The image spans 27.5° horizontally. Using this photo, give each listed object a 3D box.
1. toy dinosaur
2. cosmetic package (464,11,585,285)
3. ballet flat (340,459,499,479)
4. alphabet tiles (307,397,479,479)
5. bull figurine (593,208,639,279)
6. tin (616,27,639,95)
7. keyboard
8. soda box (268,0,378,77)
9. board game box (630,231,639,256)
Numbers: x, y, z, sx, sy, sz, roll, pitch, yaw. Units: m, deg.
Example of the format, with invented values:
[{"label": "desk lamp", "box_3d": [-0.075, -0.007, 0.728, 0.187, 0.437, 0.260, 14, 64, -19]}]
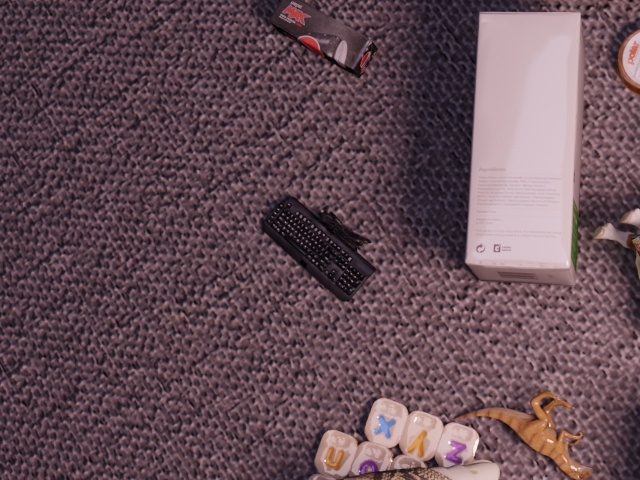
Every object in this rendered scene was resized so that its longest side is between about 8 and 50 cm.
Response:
[{"label": "toy dinosaur", "box_3d": [0.307, 0.269, 1.896, 0.211, 0.064, 0.112, 32, 90, 17]}, {"label": "cosmetic package", "box_3d": [0.299, -0.129, 1.901, 0.155, 0.197, 0.366, 3, 82, 14]}, {"label": "ballet flat", "box_3d": [0.259, 0.423, 1.832, 0.482, 0.164, 0.182, 33, 65, 5]}, {"label": "alphabet tiles", "box_3d": [0.117, 0.388, 1.944, 0.284, 0.021, 0.278, 17, 84, 16]}, {"label": "bull figurine", "box_3d": [0.514, -0.013, 1.862, 0.188, 0.101, 0.310, 35, 82, -12]}, {"label": "tin", "box_3d": [0.535, -0.257, 1.947, 0.189, 0.040, 0.106, 18, 81, 16]}, {"label": "keyboard", "box_3d": [0.000, 0.000, 2.034, 0.192, 0.038, 0.100, 41, 91, 16]}, {"label": "soda box", "box_3d": [0.004, -0.326, 2.082, 0.169, 0.053, 0.060, 32, 89, 18]}, {"label": "board game box", "box_3d": [0.567, -0.006, 1.809, 0.259, 0.030, 0.136, -29, 94, -11]}]
